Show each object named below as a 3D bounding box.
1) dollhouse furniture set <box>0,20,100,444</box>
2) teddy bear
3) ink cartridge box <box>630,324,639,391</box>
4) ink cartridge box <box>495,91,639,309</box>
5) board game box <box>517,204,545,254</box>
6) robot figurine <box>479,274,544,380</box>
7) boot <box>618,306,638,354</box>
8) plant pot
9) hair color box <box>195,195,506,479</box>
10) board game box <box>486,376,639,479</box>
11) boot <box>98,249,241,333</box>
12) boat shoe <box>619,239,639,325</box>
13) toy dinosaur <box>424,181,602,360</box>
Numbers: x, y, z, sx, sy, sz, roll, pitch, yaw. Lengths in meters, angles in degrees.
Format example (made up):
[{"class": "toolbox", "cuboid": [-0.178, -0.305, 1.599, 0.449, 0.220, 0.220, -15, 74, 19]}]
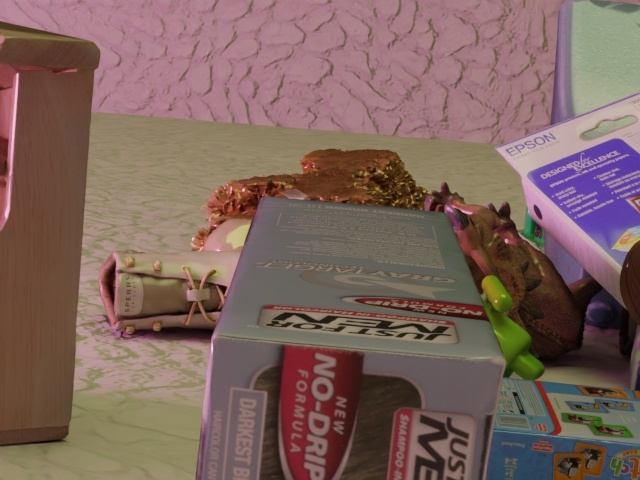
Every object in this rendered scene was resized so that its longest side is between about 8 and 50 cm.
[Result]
[{"class": "dollhouse furniture set", "cuboid": [-0.353, -0.010, 1.103, 0.394, 0.257, 0.362, 0, 10, -32]}, {"class": "teddy bear", "cuboid": [0.000, 0.000, 1.806, 0.245, 0.113, 0.338, -1, 16, 3]}, {"class": "ink cartridge box", "cuboid": [0.346, 0.113, 1.390, 0.223, 0.045, 0.224, 8, 7, 9]}, {"class": "ink cartridge box", "cuboid": [0.287, -0.045, 1.553, 0.206, 0.045, 0.208, -21, 43, -17]}, {"class": "board game box", "cuboid": [0.446, 0.019, 2.045, 0.390, 0.050, 0.390, 4, 10, -6]}, {"class": "robot figurine", "cuboid": [0.110, 0.075, 1.364, 0.115, 0.101, 0.067, 39, 13, 13]}, {"class": "boot", "cuboid": [0.360, 0.054, 1.523, 0.208, 0.076, 0.190, 13, -34, 5]}, {"class": "plant pot", "cuboid": [0.330, -0.046, 1.734, 0.247, 0.248, 0.252, 6, 44, 8]}, {"class": "hair color box", "cuboid": [0.007, 0.098, 0.857, 0.113, 0.185, 0.374, 6, 9, -1]}, {"class": "board game box", "cuboid": [0.209, 0.132, 1.224, 0.211, 0.039, 0.160, 5, 8, 0]}, {"class": "boot", "cuboid": [-0.085, 0.046, 1.487, 0.165, 0.077, 0.213, 2, 4, -21]}, {"class": "boat shoe", "cuboid": [0.313, 0.055, 1.344, 0.073, 0.080, 0.223, 8, 10, -36]}, {"class": "toy dinosaur", "cuboid": [0.153, 0.047, 1.517, 0.295, 0.127, 0.200, 19, 10, -36]}]
